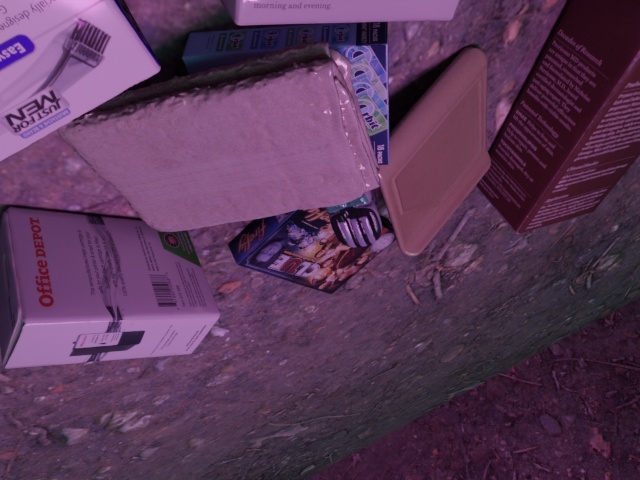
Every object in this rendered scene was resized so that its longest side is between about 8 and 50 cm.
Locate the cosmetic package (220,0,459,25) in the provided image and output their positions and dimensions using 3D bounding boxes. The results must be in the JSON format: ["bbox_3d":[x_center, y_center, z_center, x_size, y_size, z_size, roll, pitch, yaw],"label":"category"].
[{"bbox_3d":[0.034,-0.325,0.286,0.197,0.155,0.365,-11,143,-26],"label":"cosmetic package"}]

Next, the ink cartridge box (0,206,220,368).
[{"bbox_3d":[-0.242,0.052,0.587,0.209,0.153,0.087,7,134,-42],"label":"ink cartridge box"}]

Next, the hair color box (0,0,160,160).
[{"bbox_3d":[-0.260,-0.196,0.275,0.185,0.110,0.338,-30,146,-2],"label":"hair color box"}]

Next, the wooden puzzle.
[{"bbox_3d":[0.161,-0.114,0.734,0.221,0.044,0.238,-49,146,-11],"label":"wooden puzzle"}]

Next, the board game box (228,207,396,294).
[{"bbox_3d":[0.000,0.000,0.810,0.165,0.042,0.243,-42,146,18],"label":"board game box"}]

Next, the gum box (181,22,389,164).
[{"bbox_3d":[-0.024,-0.138,0.527,0.185,0.041,0.157,-1,146,7],"label":"gum box"}]

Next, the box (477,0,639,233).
[{"bbox_3d":[0.405,-0.195,0.780,0.191,0.143,0.381,-14,146,-23],"label":"box"}]

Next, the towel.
[{"bbox_3d":[-0.091,-0.089,0.520,0.283,0.049,0.187,-8,146,13],"label":"towel"}]

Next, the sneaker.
[{"bbox_3d":[0.023,-0.102,0.664,0.083,0.098,0.223,-10,123,13],"label":"sneaker"}]
